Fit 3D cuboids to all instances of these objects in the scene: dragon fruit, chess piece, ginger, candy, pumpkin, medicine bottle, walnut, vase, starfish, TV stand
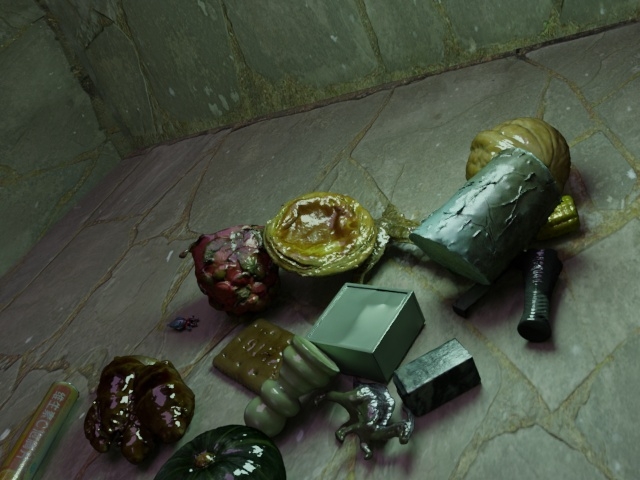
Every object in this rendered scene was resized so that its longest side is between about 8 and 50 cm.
[{"bbox_3d":[-0.256,0.128,1.936,0.314,0.296,0.263,-16,64,-3],"label":"dragon fruit"},{"bbox_3d":[-0.084,0.372,1.490,0.251,0.144,0.144,-52,33,-1],"label":"chess piece"},{"bbox_3d":[-0.486,0.451,1.645,0.357,0.152,0.274,6,43,26],"label":"ginger"},{"bbox_3d":[0.625,-0.046,1.711,0.199,0.094,0.106,-24,30,15],"label":"candy"},{"bbox_3d":[-0.210,0.534,1.292,0.300,0.207,0.300,-22,16,7],"label":"pumpkin"},{"bbox_3d":[-0.829,0.589,1.746,0.108,0.108,0.426,-16,30,15],"label":"medicine bottle"},{"bbox_3d":[0.584,-0.221,1.826,0.333,0.333,0.333,-18,31,11],"label":"walnut"},{"bbox_3d":[0.530,0.135,1.487,0.115,0.115,0.237,-5,39,30],"label":"vase"},{"bbox_3d":[0.180,0.011,1.883,0.324,0.082,0.432,-40,27,5],"label":"starfish"},{"bbox_3d":[0.458,0.113,1.625,0.256,0.040,0.049,-36,33,-20],"label":"TV stand"}]

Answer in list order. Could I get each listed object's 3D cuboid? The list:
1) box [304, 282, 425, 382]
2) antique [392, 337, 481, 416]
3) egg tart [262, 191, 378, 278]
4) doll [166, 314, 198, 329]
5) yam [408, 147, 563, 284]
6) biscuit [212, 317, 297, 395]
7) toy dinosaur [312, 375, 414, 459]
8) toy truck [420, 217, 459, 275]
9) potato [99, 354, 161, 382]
[{"bbox_3d":[0.117,0.238,1.601,0.225,0.117,0.225,3,41,41],"label":"box"},{"bbox_3d":[0.262,0.317,1.400,0.183,0.088,0.086,-27,29,-5],"label":"antique"},{"bbox_3d":[0.000,0.000,1.862,0.352,0.150,0.352,-1,49,1],"label":"egg tart"},{"bbox_3d":[-0.465,0.279,2.039,0.114,0.039,0.057,-7,67,9],"label":"doll"},{"bbox_3d":[0.433,-0.056,1.572,0.348,0.241,0.241,-45,32,-3],"label":"yam"},{"bbox_3d":[-0.154,0.329,1.730,0.217,0.044,0.325,-39,33,-26],"label":"biscuit"},{"bbox_3d":[0.102,0.401,1.397,0.162,0.077,0.294,-32,34,-13],"label":"toy dinosaur"},{"bbox_3d":[0.382,0.011,1.786,0.125,0.101,0.242,-29,30,-1],"label":"toy truck"},{"bbox_3d":[-0.599,0.421,1.848,0.261,0.100,0.120,-14,31,18],"label":"potato"}]
